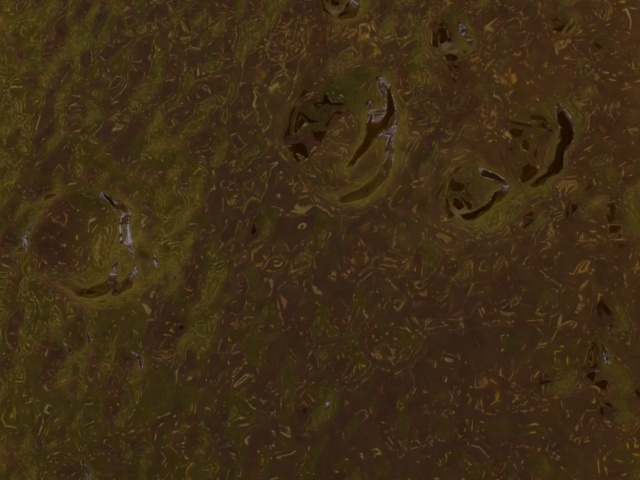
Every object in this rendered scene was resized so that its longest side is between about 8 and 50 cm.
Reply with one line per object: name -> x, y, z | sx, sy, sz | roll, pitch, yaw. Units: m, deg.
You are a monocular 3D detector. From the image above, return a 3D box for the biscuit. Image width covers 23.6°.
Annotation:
biscuit -> 0.001, 0.001, 0.434 | 0.257, 0.049, 0.273 | -19, -117, 22
